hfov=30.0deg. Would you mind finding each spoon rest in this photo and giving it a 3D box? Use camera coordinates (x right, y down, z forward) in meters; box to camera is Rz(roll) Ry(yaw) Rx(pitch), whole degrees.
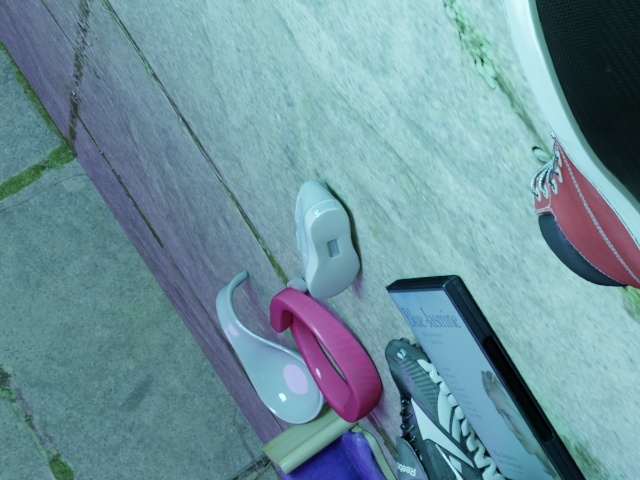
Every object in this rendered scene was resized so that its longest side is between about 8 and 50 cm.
[{"bbox_3d":[-0.092,0.187,2.014,0.137,0.084,0.276,-41,79,39],"label":"spoon rest"}]

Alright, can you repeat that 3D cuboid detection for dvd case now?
[{"bbox_3d":[0.165,0.146,1.220,0.253,0.022,0.180,58,166,-5],"label":"dvd case"}]

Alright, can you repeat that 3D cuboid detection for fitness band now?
[{"bbox_3d":[0.008,0.163,1.742,0.209,0.054,0.291,50,166,14],"label":"fitness band"}]

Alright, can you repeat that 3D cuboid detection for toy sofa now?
[{"bbox_3d":[0.064,0.467,2.015,0.362,0.150,0.177,62,167,-19],"label":"toy sofa"}]

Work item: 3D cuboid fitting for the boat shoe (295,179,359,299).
[{"bbox_3d":[0.000,0.000,1.378,0.184,0.066,0.063,74,172,-56],"label":"boat shoe"}]

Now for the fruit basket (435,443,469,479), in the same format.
[{"bbox_3d":[0.230,0.373,1.172,0.327,0.165,0.353,64,-170,29],"label":"fruit basket"}]

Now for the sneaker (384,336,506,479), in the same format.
[{"bbox_3d":[0.123,0.225,1.363,0.234,0.106,0.078,60,165,-12],"label":"sneaker"}]

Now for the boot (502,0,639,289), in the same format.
[{"bbox_3d":[0.147,-0.064,0.688,0.244,0.088,0.176,57,168,-18],"label":"boot"}]
